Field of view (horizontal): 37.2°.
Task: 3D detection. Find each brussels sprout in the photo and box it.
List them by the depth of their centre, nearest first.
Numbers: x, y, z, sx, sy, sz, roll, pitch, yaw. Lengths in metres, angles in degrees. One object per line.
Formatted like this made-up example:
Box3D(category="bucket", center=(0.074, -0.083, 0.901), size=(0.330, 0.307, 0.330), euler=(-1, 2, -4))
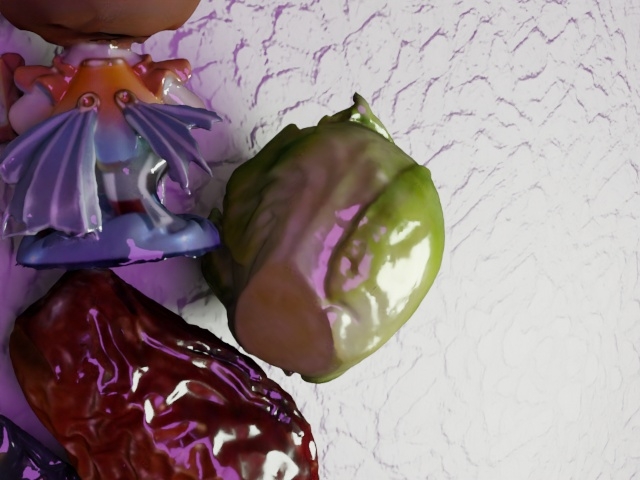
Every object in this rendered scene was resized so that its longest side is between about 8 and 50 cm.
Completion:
Box3D(category="brussels sprout", center=(0.001, 0.002, 0.973), size=(0.227, 0.259, 0.294), euler=(31, 35, -6))

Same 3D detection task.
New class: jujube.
Box3D(category="jujube", center=(-0.149, 0.169, 0.912), size=(0.216, 0.216, 0.342), euler=(-49, 117, -25))

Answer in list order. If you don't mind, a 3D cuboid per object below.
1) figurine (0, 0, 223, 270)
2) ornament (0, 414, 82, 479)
Box3D(category="figurine", center=(-0.195, -0.172, 0.815), size=(0.276, 0.248, 0.388), euler=(-4, 96, -16))
Box3D(category="ornament", center=(-0.314, 0.290, 0.858), size=(0.236, 0.080, 0.202), euler=(-55, 129, -22))
